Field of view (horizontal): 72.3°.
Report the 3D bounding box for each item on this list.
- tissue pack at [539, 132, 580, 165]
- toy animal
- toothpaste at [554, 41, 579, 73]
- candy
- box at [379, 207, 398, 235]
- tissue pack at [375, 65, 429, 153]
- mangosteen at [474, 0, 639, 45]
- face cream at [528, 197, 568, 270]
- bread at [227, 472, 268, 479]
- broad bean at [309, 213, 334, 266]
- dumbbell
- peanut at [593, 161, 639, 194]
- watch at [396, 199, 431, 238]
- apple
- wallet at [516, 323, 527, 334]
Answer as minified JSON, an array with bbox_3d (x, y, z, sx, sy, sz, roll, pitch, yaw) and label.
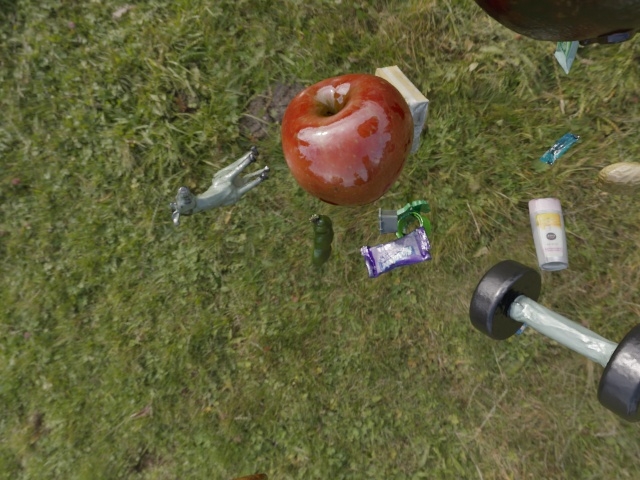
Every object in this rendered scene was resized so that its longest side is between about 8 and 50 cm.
[{"bbox_3d":[0.889,-0.345,1.633,0.028,0.085,0.138,40,106,-19],"label":"tissue pack"},{"bbox_3d":[-0.183,-0.103,0.825,0.176,0.217,0.073,-27,105,6],"label":"toy animal"},{"bbox_3d":[0.511,-0.467,0.857,0.048,0.296,0.074,-11,59,7],"label":"toothpaste"},{"bbox_3d":[0.289,0.048,1.692,0.275,0.070,0.145,-20,62,21],"label":"candy"},{"bbox_3d":[0.252,-0.071,1.630,0.069,0.122,0.084,-1,108,8],"label":"box"},{"bbox_3d":[0.226,-0.384,1.298,0.090,0.222,0.186,-14,139,-15],"label":"tissue pack"},{"bbox_3d":[0.256,-0.367,0.390,0.306,0.306,0.359,-20,111,15],"label":"mangosteen"},{"bbox_3d":[0.804,-0.027,1.547,0.108,0.073,0.269,1,60,13],"label":"face cream"},{"bbox_3d":[-0.195,0.528,0.769,0.270,0.270,0.148,-51,55,16],"label":"bread"},{"bbox_3d":[0.003,-0.003,1.038,0.046,0.254,0.065,38,68,18],"label":"broad bean"},{"bbox_3d":[0.269,0.100,0.482,0.191,0.100,0.100,32,111,50],"label":"dumbbell"},{"bbox_3d":[1.182,-0.239,1.711,0.197,0.233,0.110,2,75,17],"label":"peanut"},{"bbox_3d":[0.387,-0.068,1.802,0.165,0.131,0.151,-30,57,33],"label":"watch"},{"bbox_3d":[0.048,-0.191,0.856,0.261,0.260,0.216,-8,141,14],"label":"apple"},{"bbox_3d":[0.720,0.261,1.708,0.202,0.059,0.141,31,112,17],"label":"wallet"}]
